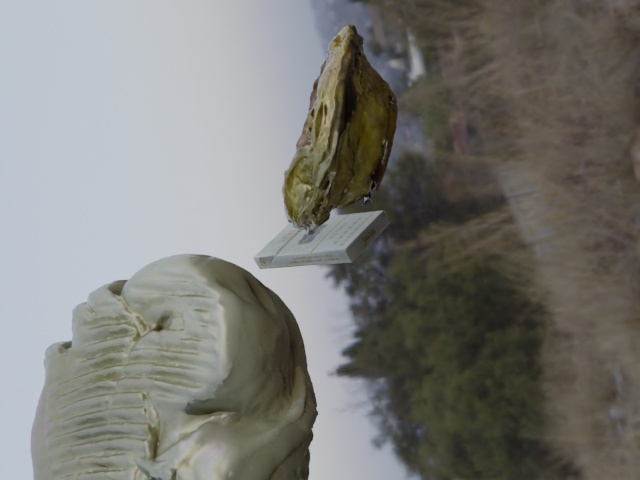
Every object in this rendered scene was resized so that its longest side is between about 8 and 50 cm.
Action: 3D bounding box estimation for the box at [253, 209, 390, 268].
[{"bbox_3d":[0.000,0.000,1.285,0.090,0.167,0.024,-45,-63,-38],"label":"box"}]

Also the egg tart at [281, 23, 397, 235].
[{"bbox_3d":[0.024,-0.116,1.125,0.241,0.106,0.240,-166,90,-86],"label":"egg tart"}]

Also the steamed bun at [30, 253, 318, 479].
[{"bbox_3d":[-0.140,0.203,1.131,0.247,0.339,0.352,25,-129,-46],"label":"steamed bun"}]
